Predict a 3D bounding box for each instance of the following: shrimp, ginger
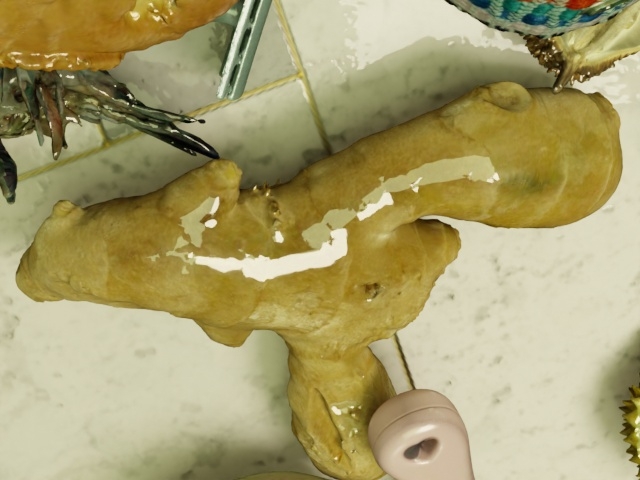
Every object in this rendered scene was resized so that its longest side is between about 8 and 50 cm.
[{"bbox_3d":[-0.250,-0.104,0.662,0.372,0.137,0.172,32,136,-13],"label":"shrimp"},{"bbox_3d":[0.012,-0.001,0.729,0.348,0.122,0.363,26,118,-33],"label":"ginger"}]

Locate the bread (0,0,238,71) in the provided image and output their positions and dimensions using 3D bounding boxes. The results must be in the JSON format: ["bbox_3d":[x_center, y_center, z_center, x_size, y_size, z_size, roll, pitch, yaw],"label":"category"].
[{"bbox_3d":[-0.118,-0.187,0.577,0.260,0.147,0.160,-31,71,-14],"label":"bread"}]

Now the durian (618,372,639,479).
[{"bbox_3d":[0.313,0.138,0.867,0.146,0.102,0.208,-17,92,-3],"label":"durian"}]

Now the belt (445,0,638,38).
[{"bbox_3d":[0.157,-0.253,0.607,0.207,0.150,0.257,23,86,-1],"label":"belt"}]

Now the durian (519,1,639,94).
[{"bbox_3d":[0.181,-0.158,0.721,0.110,0.071,0.140,34,82,-19],"label":"durian"}]

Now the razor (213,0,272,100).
[{"bbox_3d":[-0.146,-0.176,0.679,0.232,0.068,0.106,16,110,-9],"label":"razor"}]

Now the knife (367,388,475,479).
[{"bbox_3d":[0.106,0.233,0.851,0.081,0.043,0.336,-24,132,0],"label":"knife"}]

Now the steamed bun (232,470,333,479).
[{"bbox_3d":[-0.058,0.254,0.808,0.239,0.170,0.152,-29,83,24],"label":"steamed bun"}]
